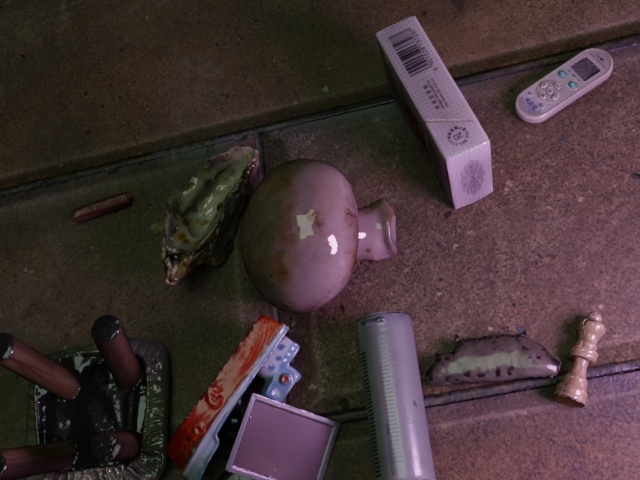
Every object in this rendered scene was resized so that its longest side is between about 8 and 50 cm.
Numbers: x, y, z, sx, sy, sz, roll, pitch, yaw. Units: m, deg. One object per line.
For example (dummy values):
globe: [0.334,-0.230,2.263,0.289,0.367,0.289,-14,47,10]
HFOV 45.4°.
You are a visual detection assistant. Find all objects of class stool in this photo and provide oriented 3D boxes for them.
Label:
stool: [-0.464,0.318,1.448,0.310,0.226,0.310,-12,63,9]

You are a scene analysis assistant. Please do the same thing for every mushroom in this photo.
mushroom: [0.000,0.000,1.462,0.290,0.297,0.298,7,64,-23]

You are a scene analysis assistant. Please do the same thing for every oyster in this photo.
oyster: [-0.237,-0.049,1.611,0.166,0.110,0.341,7,67,11]

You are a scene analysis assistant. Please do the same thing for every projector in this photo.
projector: [0.133,0.300,1.364,0.108,0.108,0.338,-11,65,10]

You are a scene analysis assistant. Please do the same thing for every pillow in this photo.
pillow: [0.308,0.210,1.387,0.241,0.051,0.093,-7,71,13]

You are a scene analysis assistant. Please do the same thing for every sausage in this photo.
sausage: [-0.494,-0.077,1.728,0.147,0.035,0.030,-17,61,5]

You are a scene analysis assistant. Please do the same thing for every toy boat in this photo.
toy boat: [-0.150,0.304,1.425,0.133,0.145,0.332,36,77,1]

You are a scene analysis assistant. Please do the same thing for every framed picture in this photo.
framed picture: [-0.066,0.369,1.375,0.183,0.011,0.142,23,76,-18]

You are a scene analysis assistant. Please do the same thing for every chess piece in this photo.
chess piece: [0.461,0.205,1.348,0.060,0.060,0.172,16,71,20]

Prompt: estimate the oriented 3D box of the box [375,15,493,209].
box: [0.227,-0.252,1.517,0.095,0.210,0.330,-26,63,3]

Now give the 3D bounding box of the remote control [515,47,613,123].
remote control: [0.498,-0.315,1.569,0.221,0.042,0.078,-33,63,-2]

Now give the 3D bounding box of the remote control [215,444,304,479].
remote control: [-0.128,0.433,1.410,0.222,0.042,0.072,-36,67,-2]

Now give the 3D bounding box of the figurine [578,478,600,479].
figurine: [0.449,0.435,1.238,0.114,0.079,0.114,-6,70,18]
